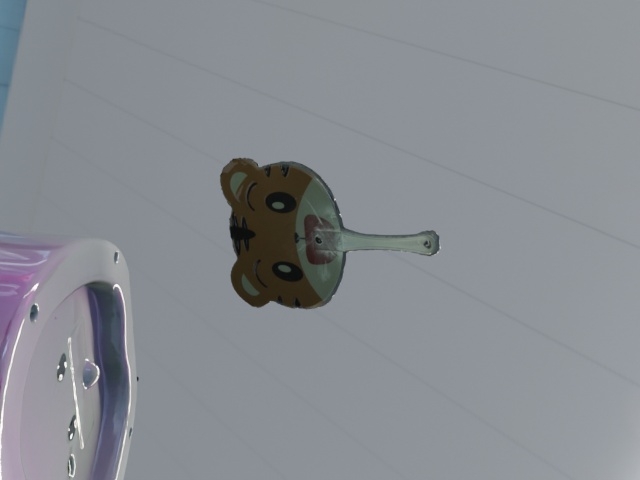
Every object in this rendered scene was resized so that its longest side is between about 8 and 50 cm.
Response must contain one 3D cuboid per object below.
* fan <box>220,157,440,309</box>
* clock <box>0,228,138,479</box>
[{"bbox_3d":[0.000,0.000,0.576,0.226,0.008,0.152,4,-73,32],"label":"fan"},{"bbox_3d":[-0.234,0.150,0.497,0.102,0.338,0.338,3,-87,-2],"label":"clock"}]
